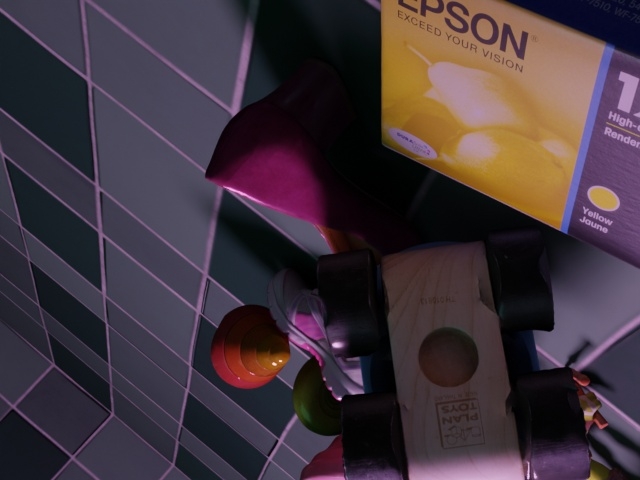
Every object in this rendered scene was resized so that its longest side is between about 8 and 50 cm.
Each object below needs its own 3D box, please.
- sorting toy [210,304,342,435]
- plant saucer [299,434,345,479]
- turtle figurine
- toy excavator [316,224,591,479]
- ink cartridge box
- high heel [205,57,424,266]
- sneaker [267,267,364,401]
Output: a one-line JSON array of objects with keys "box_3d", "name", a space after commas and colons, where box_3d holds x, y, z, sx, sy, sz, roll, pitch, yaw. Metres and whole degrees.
[{"box_3d": [0.021, 0.214, 1.342, 0.365, 0.127, 0.126, 33, 166, -21], "name": "sorting toy"}, {"box_3d": [0.138, 0.344, 1.362, 0.332, 0.084, 0.332, 8, 157, 3], "name": "plant saucer"}, {"box_3d": [0.300, 0.252, 1.115, 0.217, 0.087, 0.269, 40, 154, 3], "name": "turtle figurine"}, {"box_3d": [0.159, 0.238, 1.032, 0.222, 0.433, 0.445, -10, 161, 7], "name": "toy excavator"}, {"box_3d": [0.183, -0.130, 0.719, 0.303, 0.072, 0.307, 30, 154, 24], "name": "ink cartridge box"}, {"box_3d": [0.000, 0.000, 1.033, 0.127, 0.181, 0.377, 13, 141, 45], "name": "high heel"}, {"box_3d": [0.026, 0.114, 1.281, 0.252, 0.111, 0.103, 47, -166, 32], "name": "sneaker"}]
